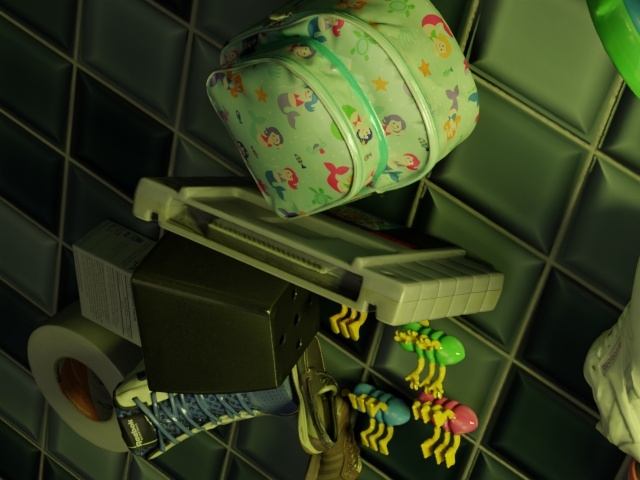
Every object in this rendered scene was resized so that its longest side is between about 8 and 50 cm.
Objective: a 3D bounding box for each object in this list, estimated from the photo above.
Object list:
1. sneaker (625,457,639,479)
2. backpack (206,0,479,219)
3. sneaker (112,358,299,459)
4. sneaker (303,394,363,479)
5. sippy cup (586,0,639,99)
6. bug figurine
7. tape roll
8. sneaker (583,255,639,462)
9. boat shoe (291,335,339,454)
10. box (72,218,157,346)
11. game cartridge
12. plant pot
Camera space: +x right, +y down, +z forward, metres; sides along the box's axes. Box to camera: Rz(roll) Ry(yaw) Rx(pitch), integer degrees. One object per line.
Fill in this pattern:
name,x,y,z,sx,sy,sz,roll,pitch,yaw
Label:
sneaker,0.444,0.353,1.859,0.314,0.116,0.136,46,149,16
backpack,0.026,-0.147,1.778,0.253,0.191,0.225,-15,110,44
sneaker,-0.159,0.211,2.251,0.315,0.182,0.127,-2,121,45
sneaker,0.025,0.269,2.232,0.071,0.066,0.188,15,134,0
sippy cup,0.365,-0.216,1.367,0.305,0.240,0.224,33,135,-19
bug figurine,0.089,0.144,2.038,0.216,0.072,0.279,24,141,38
tape roll,-0.313,0.193,2.475,0.219,0.072,0.219,26,136,28
sneaker,0.321,0.111,1.750,0.152,0.114,0.305,28,137,39
boat shoe,0.000,0.185,2.143,0.049,0.056,0.152,-16,75,35
box,-0.251,0.060,2.301,0.137,0.072,0.126,25,136,29
game cartridge,0.000,0.000,1.891,0.355,0.230,0.068,22,108,30
plant pot,-0.102,0.078,2.097,0.167,0.187,0.188,14,131,21
